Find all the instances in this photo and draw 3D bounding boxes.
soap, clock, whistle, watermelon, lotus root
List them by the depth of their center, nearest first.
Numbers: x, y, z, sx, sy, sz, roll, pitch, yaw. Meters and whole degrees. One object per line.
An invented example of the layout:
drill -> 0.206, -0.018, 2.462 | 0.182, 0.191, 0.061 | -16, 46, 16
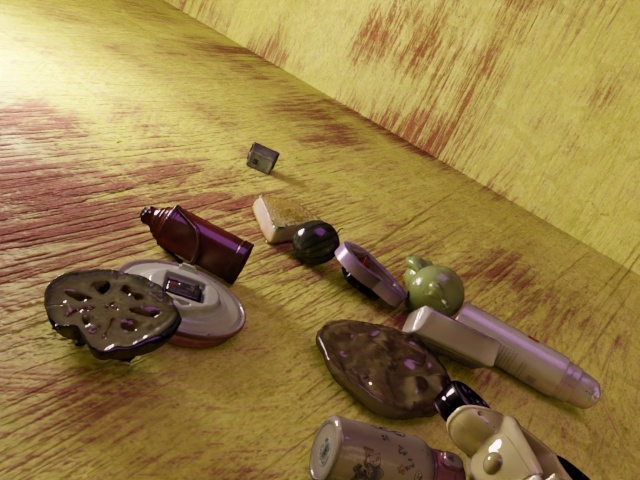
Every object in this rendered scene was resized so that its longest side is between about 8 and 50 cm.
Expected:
lotus root -> -0.328, 0.128, 1.224 | 0.204, 0.077, 0.183 | -4, 40, -37
clock -> 0.348, 0.389, 1.237 | 0.379, 0.120, 0.276 | 36, 12, -10
clock -> -0.249, 0.103, 1.401 | 0.245, 0.056, 0.244 | 22, 23, -10
soap -> 0.273, 0.207, 1.660 | 0.183, 0.063, 0.121 | 25, -15, -2
clock -> 0.102, 0.076, 1.805 | 0.198, 0.064, 0.172 | 38, 12, -25
watermelon -> 0.000, 0.000, 1.826 | 0.133, 0.105, 0.105 | -23, 46, -25
whistle -> 0.242, 0.110, 1.879 | 0.141, 0.141, 0.294 | 17, 3, -22

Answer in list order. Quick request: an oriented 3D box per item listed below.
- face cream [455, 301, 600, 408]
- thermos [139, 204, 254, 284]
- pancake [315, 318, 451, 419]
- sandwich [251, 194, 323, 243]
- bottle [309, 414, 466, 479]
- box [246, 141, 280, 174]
face cream -> 0.454, 0.261, 1.755 | 0.346, 0.101, 0.102 | 30, 22, 10
thermos -> -0.256, -0.007, 1.584 | 0.232, 0.098, 0.124 | 28, 26, 3
pancake -> 0.123, 0.242, 1.503 | 0.295, 0.049, 0.294 | 21, 23, -9
sandwich -> -0.110, -0.059, 1.927 | 0.162, 0.058, 0.193 | 35, 25, 26
bottle -> 0.108, 0.341, 1.180 | 0.233, 0.109, 0.110 | 19, 23, -16
box -> -0.167, -0.233, 2.257 | 0.085, 0.060, 0.063 | 24, 26, -9
